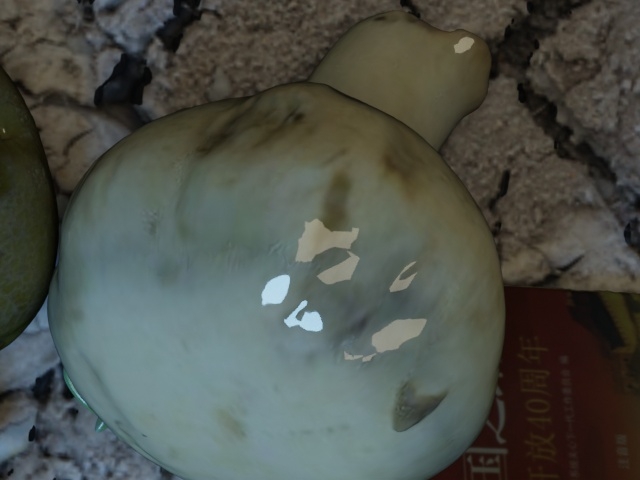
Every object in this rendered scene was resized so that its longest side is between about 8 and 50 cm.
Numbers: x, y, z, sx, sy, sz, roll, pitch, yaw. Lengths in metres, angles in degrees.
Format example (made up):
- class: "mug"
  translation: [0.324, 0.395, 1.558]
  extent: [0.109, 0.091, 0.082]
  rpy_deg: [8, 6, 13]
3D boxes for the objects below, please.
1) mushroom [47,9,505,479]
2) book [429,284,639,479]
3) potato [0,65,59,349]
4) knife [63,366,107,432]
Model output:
- class: "mushroom"
  translation: [0.000, 0.000, 1.273]
  extent: [0.314, 0.314, 0.336]
  rpy_deg: [37, 54, -5]
- class: "book"
  translation: [0.247, 0.155, 1.343]
  extent: [0.373, 0.028, 0.263]
  rpy_deg: [4, 60, -8]
- class: "potato"
  translation: [-0.262, -0.029, 1.275]
  extent: [0.174, 0.159, 0.251]
  rpy_deg: [-26, 92, 36]
- class: "knife"
  translation: [-0.092, 0.145, 1.358]
  extent: [0.212, 0.015, 0.054]
  rpy_deg: [37, 84, -5]
